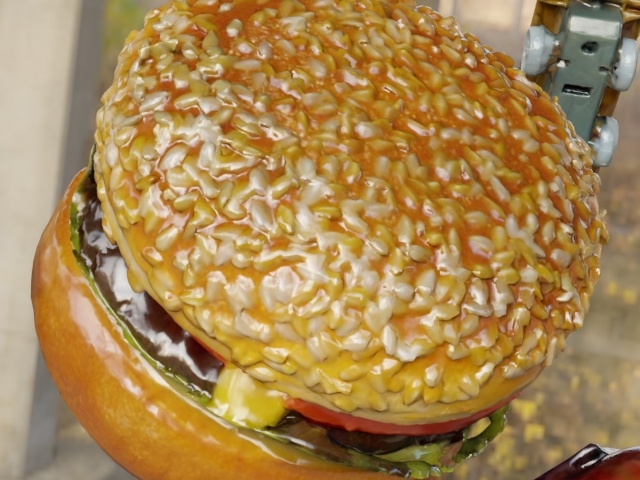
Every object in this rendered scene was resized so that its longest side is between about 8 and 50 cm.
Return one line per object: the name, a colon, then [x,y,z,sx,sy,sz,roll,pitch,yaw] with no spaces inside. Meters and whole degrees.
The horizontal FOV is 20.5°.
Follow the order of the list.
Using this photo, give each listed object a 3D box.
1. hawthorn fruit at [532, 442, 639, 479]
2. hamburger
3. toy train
hawthorn fruit: [0.170,0.227,0.893,0.215,0.215,0.249,5,51,-16]
hamburger: [0.000,0.000,1.076,0.330,0.250,0.330,21,38,-18]
toy train: [0.199,-0.138,1.411,0.089,0.219,0.127,8,43,-2]
